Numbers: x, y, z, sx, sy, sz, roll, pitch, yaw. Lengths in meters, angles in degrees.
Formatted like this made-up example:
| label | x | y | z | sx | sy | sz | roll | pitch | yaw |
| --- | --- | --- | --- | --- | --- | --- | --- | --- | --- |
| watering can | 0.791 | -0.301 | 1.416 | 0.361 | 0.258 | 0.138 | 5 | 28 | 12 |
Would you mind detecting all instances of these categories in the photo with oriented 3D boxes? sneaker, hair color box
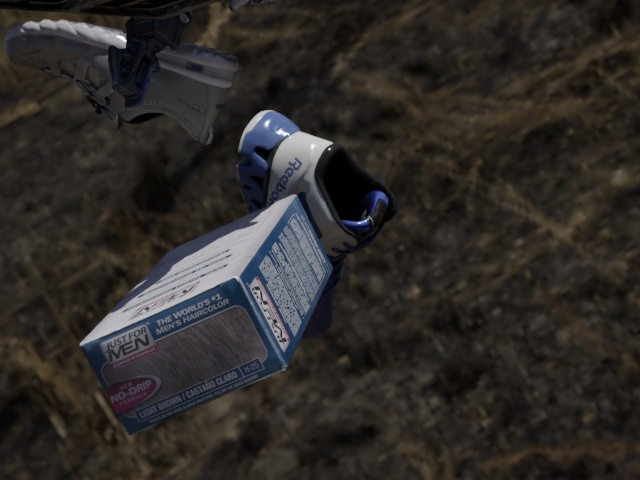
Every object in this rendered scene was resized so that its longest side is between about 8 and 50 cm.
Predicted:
| label | x | y | z | sx | sy | sz | roll | pitch | yaw |
| --- | --- | --- | --- | --- | --- | --- | --- | --- | --- |
| sneaker | -0.234 | -0.178 | 1.613 | 0.281 | 0.115 | 0.105 | 14 | 7 | 21 |
| sneaker | 0.000 | -0.001 | 1.844 | 0.182 | 0.315 | 0.127 | 16 | 37 | 34 |
| hair color box | -0.104 | 0.066 | 1.489 | 0.174 | 0.105 | 0.347 | -24 | 9 | 14 |

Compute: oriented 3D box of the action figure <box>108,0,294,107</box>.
| label | x | y | z | sx | sy | sz | roll | pitch | yaw |
| --- | --- | --- | --- | --- | --- | --- | --- | --- | --- |
| action figure | -0.135 | -0.311 | 1.458 | 0.178 | 0.341 | 0.330 | 0 | -18 | 35 |

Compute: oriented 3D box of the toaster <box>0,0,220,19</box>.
| label | x | y | z | sx | sy | sz | roll | pitch | yaw |
| --- | --- | --- | --- | --- | --- | --- | --- | --- | --- |
| toaster | -0.153 | -0.217 | 0.994 | 0.168 | 0.110 | 0.186 | -3 | 1 | -33 |
